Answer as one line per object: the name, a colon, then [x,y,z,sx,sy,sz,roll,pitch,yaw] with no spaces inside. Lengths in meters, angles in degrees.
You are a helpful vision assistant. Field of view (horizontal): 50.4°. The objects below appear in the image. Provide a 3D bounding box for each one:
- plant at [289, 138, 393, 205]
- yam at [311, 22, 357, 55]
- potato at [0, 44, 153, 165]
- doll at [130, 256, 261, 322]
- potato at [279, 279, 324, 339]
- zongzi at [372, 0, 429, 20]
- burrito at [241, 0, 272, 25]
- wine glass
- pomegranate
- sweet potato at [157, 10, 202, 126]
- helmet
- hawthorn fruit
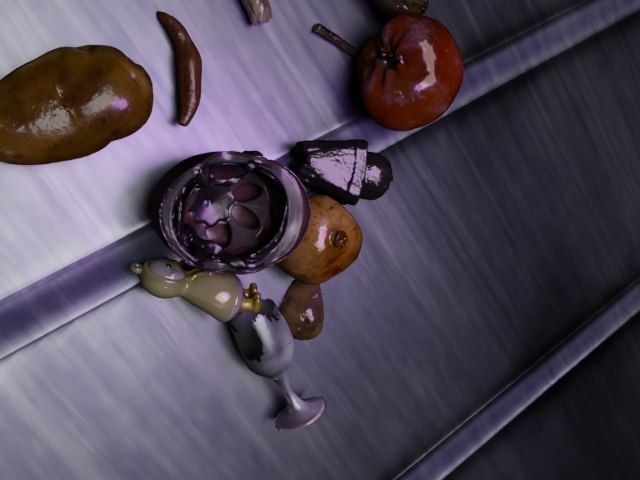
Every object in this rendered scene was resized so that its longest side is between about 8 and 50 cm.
plant: [0.053,-0.173,1.677,0.256,0.142,0.164,12,88,-19]
yam: [0.037,-0.500,1.703,0.129,0.033,0.027,25,57,-34]
potato: [-0.504,-0.264,1.337,0.369,0.176,0.195,-28,135,-21]
doll: [-0.275,0.097,1.513,0.296,0.141,0.117,24,110,-26]
potato: [-0.041,0.168,1.680,0.100,0.089,0.172,-3,98,-28]
zongzi: [0.205,-0.765,1.710,0.323,0.160,0.360,46,65,-31]
burrito: [-0.176,-0.597,1.544,0.087,0.060,0.226,-47,116,-41]
wine glass: [-0.105,0.298,1.631,0.143,0.143,0.321,-33,108,-24]
pomegranate: [0.000,0.000,1.620,0.215,0.215,0.215,-3,96,-30]
sweet potato: [-0.299,-0.380,1.500,0.078,0.058,0.255,-10,96,-8]
helmet: [-0.213,-0.068,1.496,0.338,0.197,0.271,-4,104,-33]
hawthorn fruit: [0.225,-0.414,1.685,0.284,0.284,0.284,-3,96,-30]
